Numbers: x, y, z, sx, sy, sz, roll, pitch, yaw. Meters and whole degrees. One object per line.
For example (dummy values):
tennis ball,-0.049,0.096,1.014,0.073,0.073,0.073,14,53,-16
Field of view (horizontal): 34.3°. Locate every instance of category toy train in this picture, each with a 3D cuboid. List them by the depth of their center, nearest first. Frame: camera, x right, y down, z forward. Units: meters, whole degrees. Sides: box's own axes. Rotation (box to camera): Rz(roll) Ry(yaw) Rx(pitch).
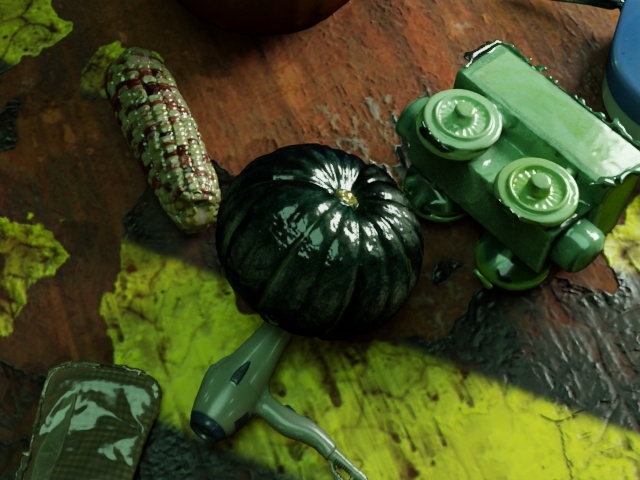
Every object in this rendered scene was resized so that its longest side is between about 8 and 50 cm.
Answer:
toy train,0.212,-0.079,1.136,0.188,0.159,0.272,-34,63,-25

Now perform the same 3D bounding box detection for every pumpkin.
pumpkin,0.000,0.000,1.086,0.221,0.162,0.220,16,47,-17

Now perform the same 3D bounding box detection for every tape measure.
tape measure,0.377,-0.221,1.236,0.352,0.098,0.215,15,62,15

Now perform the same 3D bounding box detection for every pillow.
pillow,-0.244,0.222,1.063,0.135,0.034,0.211,4,59,8

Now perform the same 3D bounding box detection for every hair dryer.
hair dryer,-0.020,0.156,1.080,0.199,0.067,0.167,18,57,2

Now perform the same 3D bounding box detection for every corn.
corn,-0.185,-0.121,1.225,0.086,0.086,0.253,-23,63,-9

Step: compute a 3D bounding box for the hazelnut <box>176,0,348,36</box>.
hazelnut,-0.073,-0.461,1.278,0.359,0.359,0.409,8,55,9
